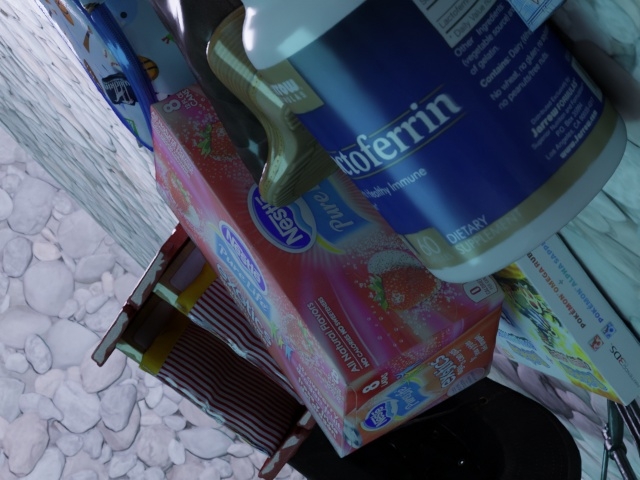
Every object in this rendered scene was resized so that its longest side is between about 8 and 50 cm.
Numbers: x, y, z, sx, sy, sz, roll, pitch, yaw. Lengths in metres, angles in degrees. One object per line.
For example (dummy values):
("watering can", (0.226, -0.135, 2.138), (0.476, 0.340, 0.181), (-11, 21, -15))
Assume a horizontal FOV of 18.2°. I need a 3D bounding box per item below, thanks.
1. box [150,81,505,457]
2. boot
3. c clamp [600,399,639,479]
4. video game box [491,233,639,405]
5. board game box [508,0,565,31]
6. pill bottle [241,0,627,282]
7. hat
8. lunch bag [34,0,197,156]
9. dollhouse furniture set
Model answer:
("box", (0.000, 0.000, 1.614), (0.300, 0.154, 0.142), (55, 163, 25))
("boot", (-0.065, -0.143, 1.458), (0.207, 0.090, 0.248), (51, 171, 16))
("c clamp", (0.258, 0.181, 1.655), (0.161, 0.022, 0.137), (-108, 13, -68))
("video game box", (0.161, 0.036, 1.614), (0.187, 0.048, 0.205), (49, 169, -20))
("board game box", (0.094, -0.193, 0.999), (0.194, 0.060, 0.194), (43, 168, 15))
("pill bottle", (0.049, -0.116, 1.199), (0.265, 0.153, 0.153), (49, 169, -13))
("hat", (0.075, 0.222, 1.920), (0.331, 0.331, 0.134), (38, 124, 37))
("lunch bag", (-0.181, -0.210, 1.734), (0.303, 0.115, 0.243), (54, 170, 23))
("dollhouse furniture set", (-0.041, 0.027, 1.861), (0.201, 0.152, 0.374), (34, -147, -3))
